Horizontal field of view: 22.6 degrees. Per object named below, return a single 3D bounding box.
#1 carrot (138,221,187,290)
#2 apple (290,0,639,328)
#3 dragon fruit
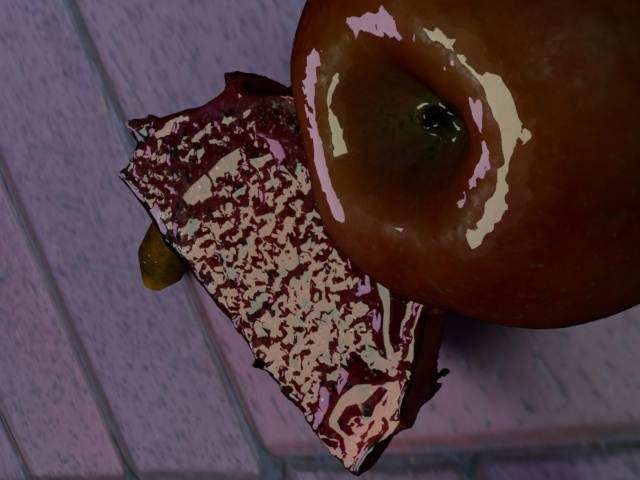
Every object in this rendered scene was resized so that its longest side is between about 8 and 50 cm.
[{"bbox_3d":[-0.103,-0.017,1.205,0.042,0.042,0.170,54,144,16],"label":"carrot"},{"bbox_3d":[0.096,-0.069,0.723,0.218,0.201,0.218,21,121,41],"label":"apple"},{"bbox_3d":[0.000,0.000,0.989,0.261,0.163,0.189,49,178,16],"label":"dragon fruit"}]
